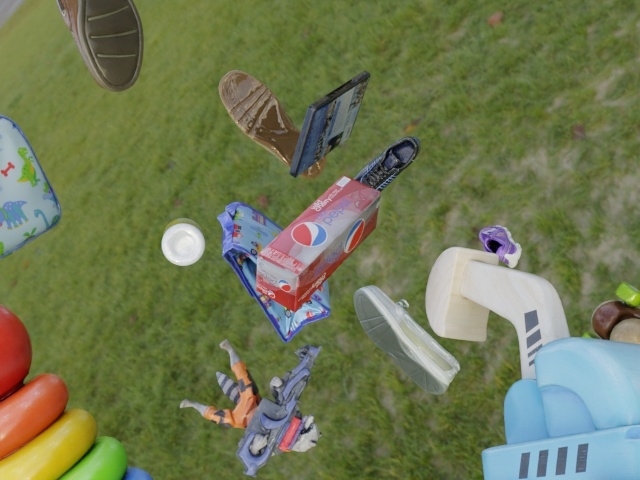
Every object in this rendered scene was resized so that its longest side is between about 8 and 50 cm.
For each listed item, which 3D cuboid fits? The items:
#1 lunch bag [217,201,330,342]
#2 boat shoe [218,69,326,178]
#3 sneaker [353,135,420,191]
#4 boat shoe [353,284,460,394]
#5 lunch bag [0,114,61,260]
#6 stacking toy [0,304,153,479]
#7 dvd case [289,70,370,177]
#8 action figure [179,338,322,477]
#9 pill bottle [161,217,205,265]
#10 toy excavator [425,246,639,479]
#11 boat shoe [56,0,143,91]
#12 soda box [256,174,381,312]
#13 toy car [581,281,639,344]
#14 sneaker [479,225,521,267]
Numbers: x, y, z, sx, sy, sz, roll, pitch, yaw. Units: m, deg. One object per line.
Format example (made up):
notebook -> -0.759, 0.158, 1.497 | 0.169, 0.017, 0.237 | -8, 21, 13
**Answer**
lunch bag -> -0.118, 0.041, 1.642 | 0.138, 0.293, 0.221 | -35, 25, 16
boat shoe -> -0.130, -0.291, 1.891 | 0.123, 0.342, 0.123 | -50, 16, -5
sneaker -> 0.152, -0.176, 1.831 | 0.232, 0.081, 0.090 | -44, -5, 7
boat shoe -> 0.206, 0.226, 1.773 | 0.103, 0.320, 0.118 | -44, 2, -32
lunch bag -> -0.441, -0.053, 0.908 | 0.090, 0.176, 0.219 | -14, 19, 31
stacking toy -> -0.208, 0.193, 0.583 | 0.141, 0.330, 0.141 | -32, 9, 5
dvd case -> 0.023, -0.262, 1.643 | 0.253, 0.022, 0.180 | -42, -23, -47
action figure -> -0.127, 0.381, 1.797 | 0.330, 0.178, 0.341 | 34, 79, 14
pill bottle -> -0.339, -0.001, 1.823 | 0.103, 0.103, 0.184 | -50, 13, -1
toy excavator -> 0.292, 0.176, 0.864 | 0.433, 0.222, 0.445 | -36, 48, 57
boat shoe -> -0.386, -0.399, 1.253 | 0.110, 0.307, 0.104 | -17, 8, -37
soda box -> 0.000, 0.000, 1.260 | 0.083, 0.092, 0.263 | 28, 48, 21
toy car -> 0.614, 0.197, 1.418 | 0.155, 0.149, 0.188 | -61, 7, 17
sneaker -> 0.400, 0.002, 1.687 | 0.170, 0.071, 0.068 | -118, 50, -70
